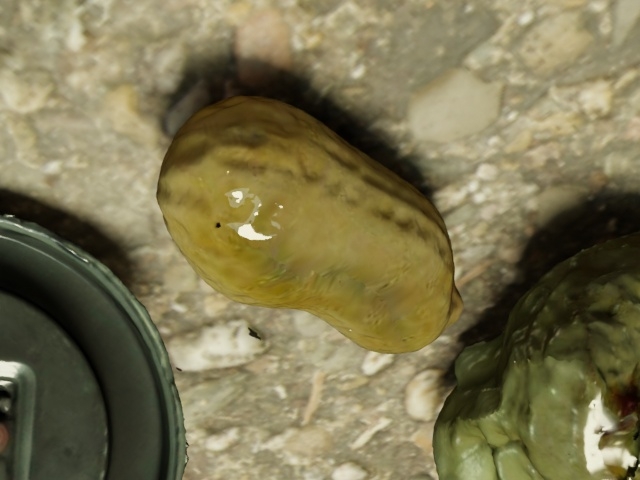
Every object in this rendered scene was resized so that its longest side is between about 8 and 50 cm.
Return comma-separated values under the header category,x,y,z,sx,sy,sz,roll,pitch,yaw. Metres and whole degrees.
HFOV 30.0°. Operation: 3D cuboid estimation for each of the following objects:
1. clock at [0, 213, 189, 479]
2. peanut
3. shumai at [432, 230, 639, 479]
category,x,y,z,sx,sy,sz,roll,pitch,yaw
clock,-0.220,0.120,0.700,0.280,0.281,0.055,11,167,-16
peanut,0.000,0.000,0.713,0.120,0.110,0.236,-49,131,8
shumai,0.180,0.107,0.814,0.218,0.189,0.256,-21,151,38
